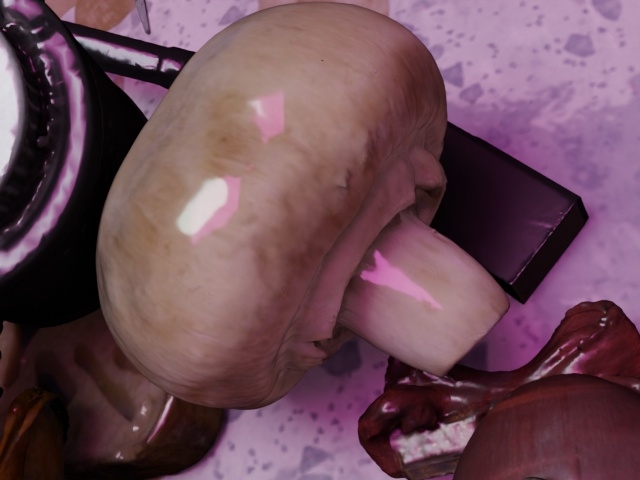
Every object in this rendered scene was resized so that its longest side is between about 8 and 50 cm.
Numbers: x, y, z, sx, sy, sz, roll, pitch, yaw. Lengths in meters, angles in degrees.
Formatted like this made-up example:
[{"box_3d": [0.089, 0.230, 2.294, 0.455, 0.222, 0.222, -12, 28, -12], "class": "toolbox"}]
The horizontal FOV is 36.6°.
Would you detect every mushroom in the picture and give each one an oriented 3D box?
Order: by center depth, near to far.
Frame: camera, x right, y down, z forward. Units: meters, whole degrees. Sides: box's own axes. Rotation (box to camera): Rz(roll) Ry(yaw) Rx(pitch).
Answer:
[{"box_3d": [0.000, 0.000, 0.583, 0.234, 0.260, 0.254, 30, 44, 15], "class": "mushroom"}]

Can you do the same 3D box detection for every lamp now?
[{"box_3d": [0.132, 0.151, 0.560, 0.215, 0.151, 0.223, -14, 21, 12], "class": "lamp"}, {"box_3d": [-0.214, -0.060, 0.616, 0.205, 0.272, 0.374, 16, 64, 4], "class": "lamp"}]

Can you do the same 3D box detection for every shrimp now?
[{"box_3d": [-0.217, 0.208, 0.589, 0.066, 0.117, 0.262, 2, 46, 8], "class": "shrimp"}]

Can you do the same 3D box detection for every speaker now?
[{"box_3d": [0.082, -0.048, 0.708, 0.218, 0.044, 0.082, 35, 86, 30], "class": "speaker"}]

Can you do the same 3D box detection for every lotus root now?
[{"box_3d": [-0.193, 0.098, 0.755, 0.260, 0.074, 0.170, 23, 85, 29], "class": "lotus root"}]

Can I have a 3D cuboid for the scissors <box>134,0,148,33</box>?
[{"box_3d": [-0.171, -0.227, 0.913, 0.036, 0.006, 0.083, -25, 62, 11], "class": "scissors"}]
